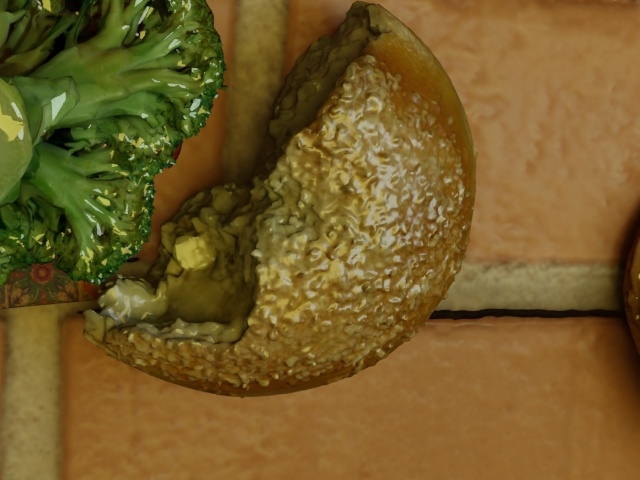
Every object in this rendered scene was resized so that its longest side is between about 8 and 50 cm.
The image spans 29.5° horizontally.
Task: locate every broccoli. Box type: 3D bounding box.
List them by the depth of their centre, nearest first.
[{"bbox_3d":[-0.183,-0.078,0.700,0.269,0.269,0.254,-32,108,-10],"label":"broccoli"}]

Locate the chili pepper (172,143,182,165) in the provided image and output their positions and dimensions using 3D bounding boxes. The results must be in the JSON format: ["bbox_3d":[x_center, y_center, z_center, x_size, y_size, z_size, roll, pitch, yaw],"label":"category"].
[{"bbox_3d":[-0.130,-0.109,0.846,0.073,0.070,0.123,-1,104,-1],"label":"chili pepper"}]

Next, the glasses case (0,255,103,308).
[{"bbox_3d":[-0.262,0.009,0.834,0.218,0.049,0.075,-5,108,-17],"label":"glasses case"}]

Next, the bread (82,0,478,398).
[{"bbox_3d":[0.001,0.005,0.858,0.192,0.171,0.314,44,86,-17],"label":"bread"}]

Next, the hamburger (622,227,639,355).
[{"bbox_3d":[0.409,0.072,1.010,0.290,0.170,0.314,-40,112,-1],"label":"hamburger"}]
